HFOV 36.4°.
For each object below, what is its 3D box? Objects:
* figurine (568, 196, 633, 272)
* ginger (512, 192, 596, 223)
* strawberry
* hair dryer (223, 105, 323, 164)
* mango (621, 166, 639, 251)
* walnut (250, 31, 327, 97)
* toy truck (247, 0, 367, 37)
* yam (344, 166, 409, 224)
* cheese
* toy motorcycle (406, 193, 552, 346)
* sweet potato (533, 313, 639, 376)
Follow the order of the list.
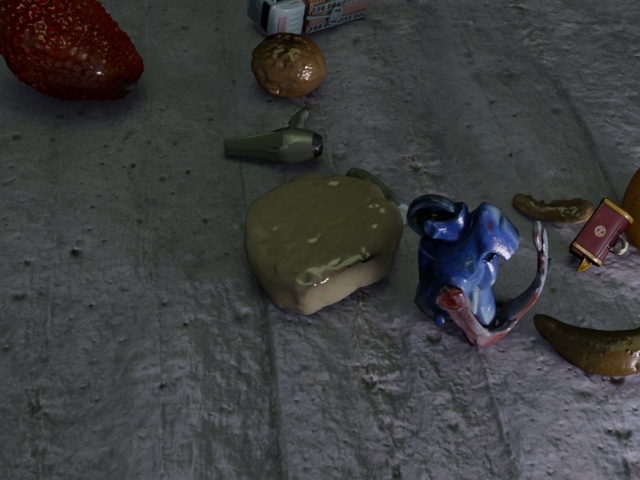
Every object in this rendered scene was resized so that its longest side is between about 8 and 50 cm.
[{"bbox_3d":[0.562,0.003,1.942,0.098,0.082,0.154,33,89,13],"label":"figurine"},{"bbox_3d":[0.491,-0.067,2.045,0.173,0.051,0.069,11,43,8],"label":"ginger"},{"bbox_3d":[-0.585,-0.441,2.260,0.351,0.267,0.312,34,22,8],"label":"strawberry"},{"bbox_3d":[-0.113,-0.238,2.200,0.218,0.088,0.225,-10,33,-5],"label":"hair dryer"},{"bbox_3d":[0.699,-0.066,1.995,0.153,0.126,0.252,17,56,12],"label":"mango"},{"bbox_3d":[-0.072,-0.417,2.316,0.184,0.155,0.155,10,46,16],"label":"walnut"},{"bbox_3d":[-0.028,-0.622,2.524,0.305,0.136,0.162,-21,59,-23],"label":"toy truck"},{"bbox_3d":[0.118,-0.092,2.053,0.068,0.068,0.169,-26,52,-24],"label":"yam"},{"bbox_3d":[0.000,0.000,1.914,0.317,0.115,0.326,4,50,11],"label":"cheese"},{"bbox_3d":[0.284,0.033,1.759,0.241,0.319,0.182,-15,44,-5],"label":"toy motorcycle"},{"bbox_3d":[0.544,0.194,1.761,0.309,0.098,0.124,3,25,5],"label":"sweet potato"}]
